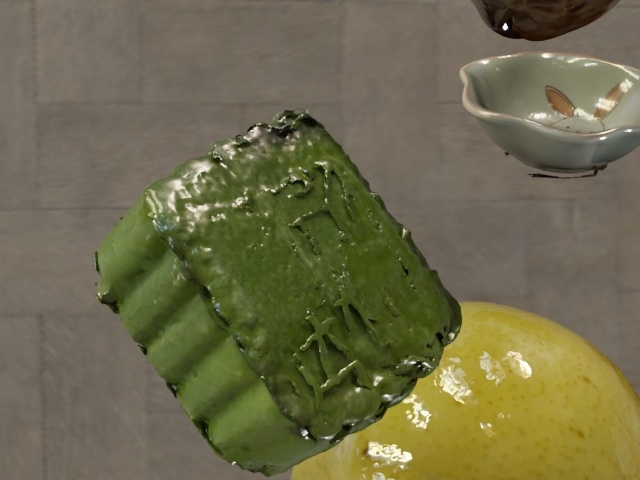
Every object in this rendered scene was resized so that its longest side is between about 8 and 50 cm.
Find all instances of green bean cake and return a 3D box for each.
[{"bbox_3d":[-0.026,0.035,1.045,0.200,0.113,0.214,-31,84,-45],"label":"green bean cake"}]

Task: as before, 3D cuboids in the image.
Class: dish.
[{"bbox_3d":[0.246,-0.120,1.576,0.230,0.229,0.081,-6,119,-17],"label":"dish"}]

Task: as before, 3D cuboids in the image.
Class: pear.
[{"bbox_3d":[0.142,0.218,1.400,0.348,0.348,0.348,0,91,-17],"label":"pear"}]

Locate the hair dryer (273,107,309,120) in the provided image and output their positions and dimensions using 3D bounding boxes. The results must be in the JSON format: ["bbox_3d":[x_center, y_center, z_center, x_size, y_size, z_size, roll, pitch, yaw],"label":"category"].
[{"bbox_3d":[-0.009,-0.036,1.750,0.092,0.267,0.229,-12,97,-5],"label":"hair dryer"}]

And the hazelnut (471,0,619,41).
[{"bbox_3d":[0.204,-0.303,1.430,0.218,0.234,0.218,-3,58,4],"label":"hazelnut"}]
